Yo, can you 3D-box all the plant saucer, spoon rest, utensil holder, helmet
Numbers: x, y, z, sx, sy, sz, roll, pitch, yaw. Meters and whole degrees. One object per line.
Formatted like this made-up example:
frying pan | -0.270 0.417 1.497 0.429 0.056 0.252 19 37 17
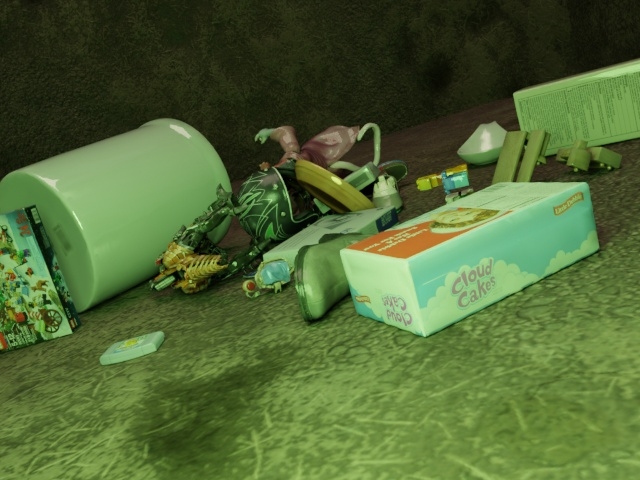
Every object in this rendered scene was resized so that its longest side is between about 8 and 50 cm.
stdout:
plant saucer | 0.027 -0.093 1.314 0.037 0.200 0.200 -56 18 -4
spoon rest | 0.431 -0.255 1.674 0.137 0.084 0.276 -12 12 24
utensil holder | -0.435 -0.059 1.400 0.327 0.328 0.385 -7 17 39
helmet | -0.100 -0.075 1.378 0.169 0.170 0.161 -5 -1 44

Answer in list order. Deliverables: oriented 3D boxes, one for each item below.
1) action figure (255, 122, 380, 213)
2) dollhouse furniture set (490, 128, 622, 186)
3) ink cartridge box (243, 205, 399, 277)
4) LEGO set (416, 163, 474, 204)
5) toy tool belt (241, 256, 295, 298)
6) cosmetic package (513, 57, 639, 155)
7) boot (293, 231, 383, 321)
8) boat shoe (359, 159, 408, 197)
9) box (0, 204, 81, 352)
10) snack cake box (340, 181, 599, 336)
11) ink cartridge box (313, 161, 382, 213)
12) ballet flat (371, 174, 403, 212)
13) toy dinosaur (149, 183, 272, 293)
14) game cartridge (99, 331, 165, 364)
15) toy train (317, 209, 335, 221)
action figure | -0.026 -0.161 1.602 0.275 0.248 0.370 -1 11 23
dollhouse furniture set | 0.422 -0.118 1.180 0.151 0.123 0.144 16 1 -19
ink cartridge box | 0.000 0.000 1.178 0.223 0.045 0.223 -10 14 33
LEGO set | 0.223 -0.085 1.162 0.093 0.087 0.227 -13 11 15
toy tool belt | -0.078 0.057 1.009 0.083 0.052 0.051 -25 5 -31
cosmetic package | 0.599 -0.291 1.418 0.309 0.160 0.113 -8 14 33
boot | 0.065 0.029 0.881 0.161 0.084 0.246 -7 15 17
boat shoe | 0.143 -0.141 1.617 0.183 0.066 0.066 -28 18 -6
box | -0.539 0.071 1.140 0.159 0.233 0.044 -16 12 5
snack cake box | 0.176 0.011 0.771 0.264 0.089 0.152 -22 14 -22
ink cartridge box | 0.068 -0.134 1.494 0.145 0.045 0.179 -32 10 18
ballet flat | 0.138 -0.104 1.415 0.072 0.068 0.213 -15 12 9
toy dinosaur | -0.208 0.035 1.180 0.218 0.164 0.322 -36 35 -15
game cartridge | -0.266 0.152 0.917 0.083 0.017 0.056 -16 15 5
toy train | 0.017 -0.067 1.517 0.036 0.027 0.158 -11 13 11
